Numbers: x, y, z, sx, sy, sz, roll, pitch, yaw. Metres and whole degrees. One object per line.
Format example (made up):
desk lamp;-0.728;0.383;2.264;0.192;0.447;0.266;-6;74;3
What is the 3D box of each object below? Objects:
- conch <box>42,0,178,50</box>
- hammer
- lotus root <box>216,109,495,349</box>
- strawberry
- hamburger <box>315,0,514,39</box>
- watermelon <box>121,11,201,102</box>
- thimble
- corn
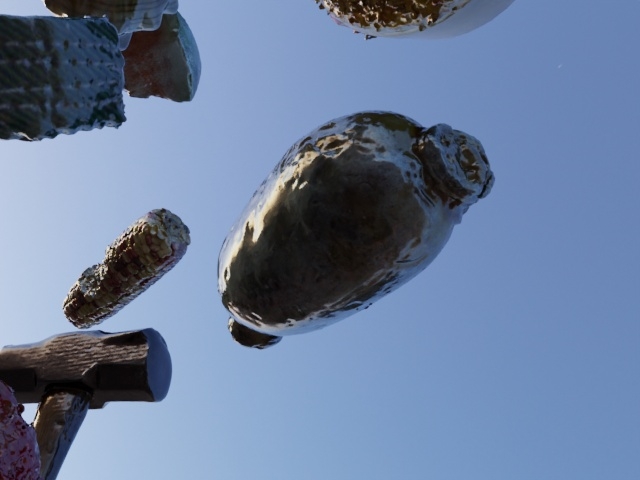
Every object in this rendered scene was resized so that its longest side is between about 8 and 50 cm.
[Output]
conch;-0.250;-0.359;0.720;0.169;0.203;0.386;46;-49;43
hammer;-0.352;0.287;0.801;0.242;0.409;0.095;-3;-47;11
lotus root;-0.002;-0.001;0.637;0.175;0.175;0.349;50;-55;1
strawberry;-0.313;0.196;0.602;0.140;0.085;0.192;-43;-109;49
hamburger;0.091;-0.335;0.635;0.294;0.179;0.276;-4;-91;48
watermelon;-0.346;-0.326;1.170;0.241;0.095;0.154;-7;-40;0
thimble;-0.223;-0.127;0.486;0.118;0.135;0.090;22;-63;46
corn;-0.325;0.054;1.046;0.289;0.098;0.098;-35;-88;26
